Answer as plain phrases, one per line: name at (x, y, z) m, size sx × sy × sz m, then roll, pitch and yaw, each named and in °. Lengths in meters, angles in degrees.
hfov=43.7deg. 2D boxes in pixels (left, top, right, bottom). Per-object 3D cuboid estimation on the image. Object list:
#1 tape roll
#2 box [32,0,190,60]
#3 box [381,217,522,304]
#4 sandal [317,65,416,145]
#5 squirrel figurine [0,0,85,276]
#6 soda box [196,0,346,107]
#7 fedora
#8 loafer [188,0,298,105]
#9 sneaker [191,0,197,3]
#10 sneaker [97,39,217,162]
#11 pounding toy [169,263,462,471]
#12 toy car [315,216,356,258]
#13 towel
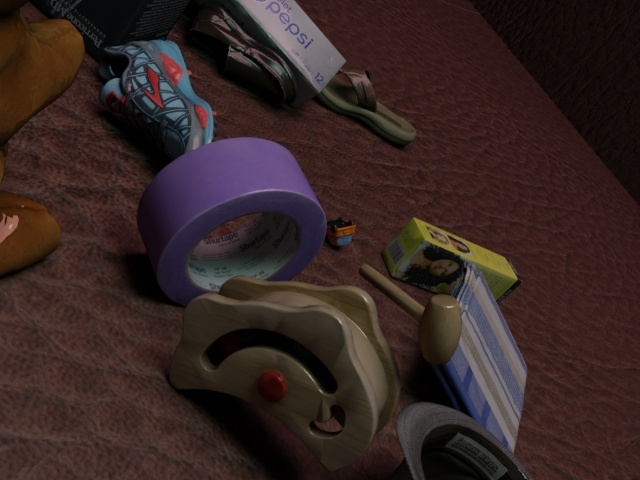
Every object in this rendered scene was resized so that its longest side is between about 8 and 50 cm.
tape roll at (-0.094, -0.015, 0.853) m, size 0.189 × 0.189 × 0.080 m, roll 12°, pitch 40°, yaw -44°
box at (-0.308, -0.482, 1.105) m, size 0.343 × 0.312 × 0.179 m, roll 41°, pitch 28°, yaw -1°
box at (0.212, 0.044, 1.276) m, size 0.232 × 0.087 × 0.058 m, roll 19°, pitch 33°, yaw -35°
sandal at (0.081, -0.293, 1.576) m, size 0.303 × 0.086 × 0.120 m, roll 25°, pitch 32°, yaw -30°
squirrel figurine at (-0.320, -0.154, 0.562) m, size 0.281 × 0.370 × 0.397 m, roll 46°, pitch 28°, yaw 7°
soda box at (-0.093, -0.372, 1.373) m, size 0.286 × 0.091 × 0.098 m, roll 46°, pitch 59°, yaw -17°
fedora at (0.126, 0.287, 0.778) m, size 0.243 × 0.124 × 0.275 m, roll 52°, pitch 21°, yaw 13°
loafer at (-0.135, -0.298, 1.340) m, size 0.220 × 0.080 × 0.078 m, roll 41°, pitch 60°, yaw -5°
sneaker at (-0.274, -0.646, 1.436) m, size 0.169 × 0.257 × 0.447 m, roll -3°, pitch 52°, yaw -54°
sneaker at (-0.220, -0.161, 1.027) m, size 0.125 × 0.104 × 0.262 m, roll -3°, pitch 45°, yaw -31°
pounding toy at (0.005, 0.114, 0.777) m, size 0.270 × 0.154 × 0.155 m, roll 5°, pitch 16°, yaw 24°
toy car at (0.000, 0.000, 1.137) m, size 0.122 × 0.060 × 0.040 m, roll -20°, pitch 110°, yaw -42°
towel at (0.224, 0.172, 1.109) m, size 0.209 × 0.034 × 0.285 m, roll 61°, pitch 27°, yaw -11°
